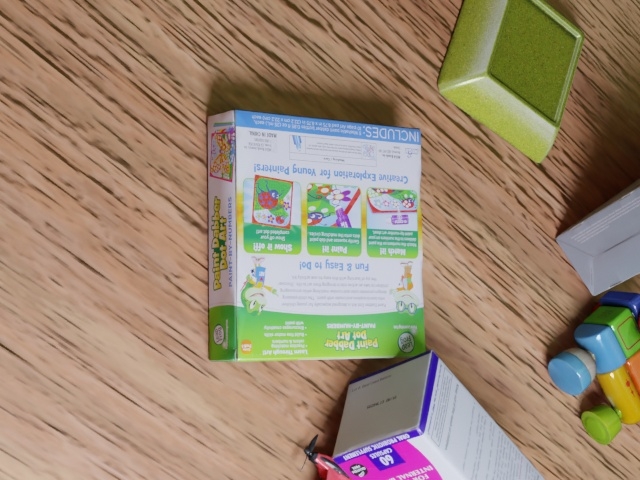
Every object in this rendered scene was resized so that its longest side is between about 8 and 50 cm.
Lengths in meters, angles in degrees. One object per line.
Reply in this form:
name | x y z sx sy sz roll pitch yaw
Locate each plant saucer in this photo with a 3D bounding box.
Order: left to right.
plant saucer | 0.238 -0.215 1.677 0.188 0.045 0.188 31 68 -32

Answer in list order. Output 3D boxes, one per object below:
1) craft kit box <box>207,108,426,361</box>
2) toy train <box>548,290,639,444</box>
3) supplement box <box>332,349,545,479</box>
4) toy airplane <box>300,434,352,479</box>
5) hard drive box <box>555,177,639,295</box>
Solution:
craft kit box | 0.000 0.000 1.464 0.250 0.061 0.246 3 82 -38
toy train | 0.375 0.197 1.723 0.143 0.105 0.248 -36 109 -24
supplement box | 0.127 0.237 1.487 0.220 0.111 0.114 47 36 -26
toy airplane | 0.034 0.254 1.482 0.151 0.028 0.151 22 57 -39
hard drive box | 0.425 -0.047 1.716 0.232 0.181 0.089 -32 87 -35
